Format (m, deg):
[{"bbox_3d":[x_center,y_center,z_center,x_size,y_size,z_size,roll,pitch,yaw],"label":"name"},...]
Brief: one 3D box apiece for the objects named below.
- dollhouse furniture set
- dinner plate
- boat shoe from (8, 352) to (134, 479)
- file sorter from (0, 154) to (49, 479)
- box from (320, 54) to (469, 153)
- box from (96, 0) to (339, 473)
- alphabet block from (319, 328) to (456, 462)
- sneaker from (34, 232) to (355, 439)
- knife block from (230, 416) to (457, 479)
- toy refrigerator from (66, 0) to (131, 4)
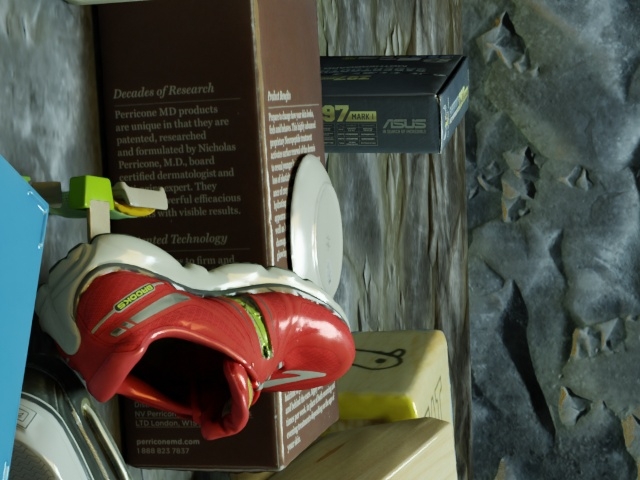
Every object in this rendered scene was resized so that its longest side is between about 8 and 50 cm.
[{"bbox_3d":[-0.166,-0.008,0.998,0.152,0.076,0.058,6,80,-65],"label":"dollhouse furniture set"},{"bbox_3d":[0.000,0.000,1.221,0.141,0.017,0.141,0,90,-75],"label":"dinner plate"},{"bbox_3d":[-0.140,0.225,0.966,0.119,0.121,0.335,-59,142,-58],"label":"boat shoe"},{"bbox_3d":[-0.214,0.038,0.736,0.118,0.104,0.170,58,33,-62],"label":"file sorter"},{"bbox_3d":[0.013,-0.129,1.395,0.183,0.233,0.059,-54,142,-67],"label":"box"},{"bbox_3d":[-0.078,-0.018,1.222,0.191,0.143,0.381,-20,109,-75],"label":"box"},{"bbox_3d":[0.028,0.210,1.506,0.197,0.192,0.193,-51,135,-71],"label":"alphabet block"},{"bbox_3d":[-0.071,0.084,1.010,0.279,0.107,0.118,12,36,-48],"label":"sneaker"},{"bbox_3d":[-0.001,0.261,1.262,0.242,0.276,0.088,-108,-171,-66],"label":"knife block"},{"bbox_3d":[-0.167,-0.227,0.963,0.269,0.102,0.094,30,59,-74],"label":"toy refrigerator"}]
